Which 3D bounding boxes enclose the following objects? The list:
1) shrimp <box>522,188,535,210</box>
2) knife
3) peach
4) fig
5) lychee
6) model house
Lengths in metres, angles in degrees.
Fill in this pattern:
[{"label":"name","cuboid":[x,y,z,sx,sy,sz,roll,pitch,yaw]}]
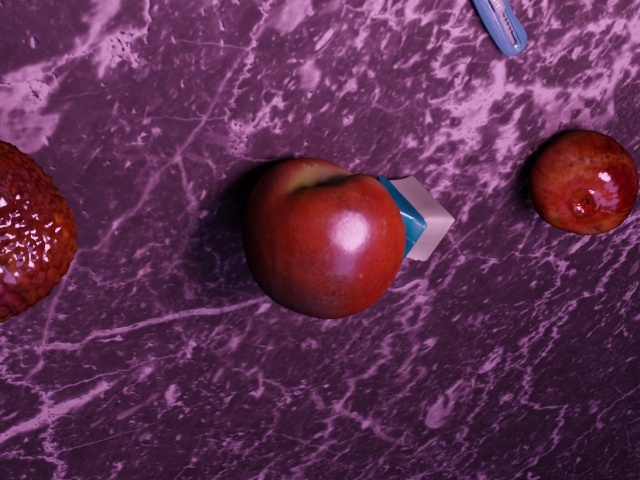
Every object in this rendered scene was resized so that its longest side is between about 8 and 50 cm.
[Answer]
[{"label":"shrimp","cuboid":[0.451,-0.058,2.064,0.180,0.099,0.041,19,80,-35]},{"label":"knife","cuboid":[0.273,-0.350,1.654,0.064,0.031,0.222,-38,143,3]},{"label":"peach","cuboid":[0.000,0.000,1.672,0.252,0.252,0.252,-19,141,-16]},{"label":"fig","cuboid":[0.471,-0.106,1.949,0.205,0.205,0.205,-19,141,-16]},{"label":"lychee","cuboid":[-0.443,-0.011,1.372,0.260,0.261,0.261,-19,141,-16]},{"label":"model house","cuboid":[0.123,-0.033,1.809,0.149,0.127,0.100,-5,136,-49]}]
